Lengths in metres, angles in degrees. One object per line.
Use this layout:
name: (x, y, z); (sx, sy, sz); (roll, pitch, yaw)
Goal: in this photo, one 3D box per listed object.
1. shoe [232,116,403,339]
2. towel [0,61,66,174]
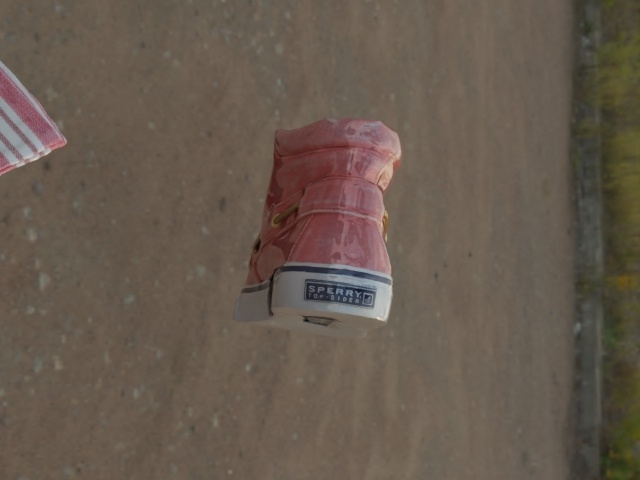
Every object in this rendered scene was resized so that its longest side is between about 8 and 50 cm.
shoe: (0.000, 0.000, 0.466); (0.178, 0.064, 0.081); (138, -39, -78)
towel: (-0.348, -0.091, 0.904); (0.197, 0.144, 0.029); (-32, 156, -28)
